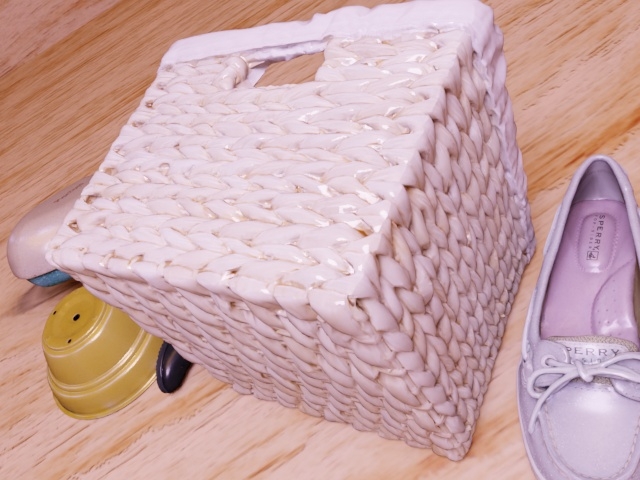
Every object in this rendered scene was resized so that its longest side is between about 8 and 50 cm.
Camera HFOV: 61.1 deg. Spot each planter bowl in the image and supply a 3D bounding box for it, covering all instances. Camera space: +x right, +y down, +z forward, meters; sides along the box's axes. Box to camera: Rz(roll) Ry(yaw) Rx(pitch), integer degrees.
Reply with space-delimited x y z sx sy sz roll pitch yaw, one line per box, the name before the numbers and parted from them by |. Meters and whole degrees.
planter bowl | -0.310 0.125 0.748 0.217 0.090 0.217 -15 47 17

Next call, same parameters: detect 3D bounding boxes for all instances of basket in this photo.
basket | 0.000 0.000 0.519 0.328 0.331 0.266 6 58 32

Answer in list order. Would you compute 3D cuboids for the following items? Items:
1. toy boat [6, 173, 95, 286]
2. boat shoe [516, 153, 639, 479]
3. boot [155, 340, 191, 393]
toy boat | -0.306 -0.012 0.825 0.318 0.148 0.267 -6 29 26
boat shoe | 0.242 0.068 0.487 0.118 0.103 0.320 4 55 31
boot | -0.148 0.133 0.689 0.099 0.045 0.121 -6 52 17
